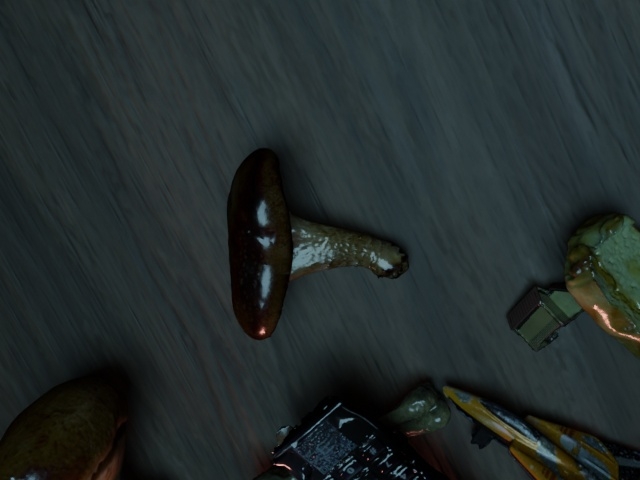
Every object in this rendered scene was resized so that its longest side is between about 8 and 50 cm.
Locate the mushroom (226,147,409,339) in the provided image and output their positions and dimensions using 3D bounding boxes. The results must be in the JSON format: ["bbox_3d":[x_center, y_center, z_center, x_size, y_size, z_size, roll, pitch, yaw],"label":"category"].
[{"bbox_3d":[0.000,0.000,0.912,0.217,0.148,0.227,-2,114,-9],"label":"mushroom"}]

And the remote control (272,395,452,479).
[{"bbox_3d":[0.112,0.337,0.948,0.144,0.062,0.399,-42,110,11],"label":"remote control"}]

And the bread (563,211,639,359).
[{"bbox_3d":[0.368,0.070,0.872,0.232,0.088,0.128,41,65,-8],"label":"bread"}]

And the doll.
[{"bbox_3d":[0.019,0.277,0.984,0.202,0.091,0.286,16,122,-29],"label":"doll"}]

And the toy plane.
[{"bbox_3d":[0.282,0.275,0.928,0.316,0.204,0.103,26,134,20],"label":"toy plane"}]

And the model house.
[{"bbox_3d":[0.271,0.082,0.915,0.058,0.057,0.083,49,129,22],"label":"model house"}]

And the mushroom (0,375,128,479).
[{"bbox_3d":[-0.327,0.302,0.960,0.254,0.267,0.267,16,106,13],"label":"mushroom"}]
